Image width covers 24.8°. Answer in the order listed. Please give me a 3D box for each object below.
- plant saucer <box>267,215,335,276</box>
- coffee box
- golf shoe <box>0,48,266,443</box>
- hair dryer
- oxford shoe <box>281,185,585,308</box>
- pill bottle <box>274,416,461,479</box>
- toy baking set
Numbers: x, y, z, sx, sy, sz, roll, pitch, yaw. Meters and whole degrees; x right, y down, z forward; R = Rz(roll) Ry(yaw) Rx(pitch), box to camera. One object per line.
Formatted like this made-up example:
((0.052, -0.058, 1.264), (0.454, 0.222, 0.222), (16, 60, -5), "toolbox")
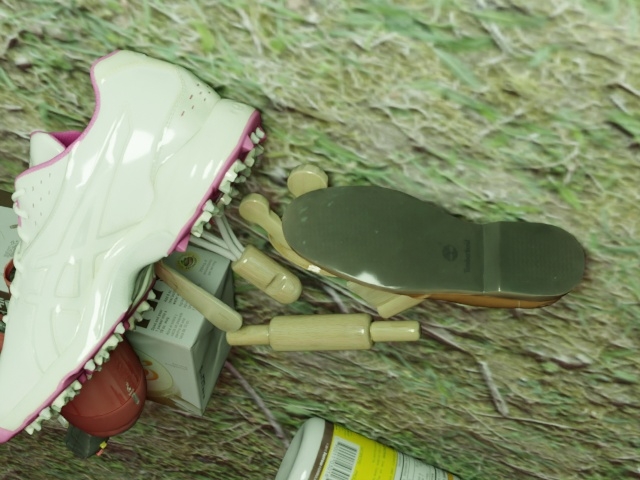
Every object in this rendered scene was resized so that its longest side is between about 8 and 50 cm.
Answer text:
((0.000, 0.000, 1.136), (0.083, 0.015, 0.083), (16, 151, 9), "plant saucer")
((-0.205, 0.052, 1.276), (0.247, 0.098, 0.141), (16, 149, 9), "coffee box")
((-0.170, 0.002, 1.032), (0.140, 0.306, 0.115), (37, -171, -2), "golf shoe")
((-0.248, 0.094, 1.193), (0.224, 0.080, 0.293), (29, 146, -8), "hair dryer")
((0.074, 0.016, 1.038), (0.212, 0.076, 0.076), (13, 158, -2), "oxford shoe")
((0.063, 0.267, 1.455), (0.215, 0.117, 0.117), (24, 152, -5), "pill bottle")
((-0.036, 0.017, 1.128), (0.256, 0.030, 0.196), (-6, 131, 20), "toy baking set")
